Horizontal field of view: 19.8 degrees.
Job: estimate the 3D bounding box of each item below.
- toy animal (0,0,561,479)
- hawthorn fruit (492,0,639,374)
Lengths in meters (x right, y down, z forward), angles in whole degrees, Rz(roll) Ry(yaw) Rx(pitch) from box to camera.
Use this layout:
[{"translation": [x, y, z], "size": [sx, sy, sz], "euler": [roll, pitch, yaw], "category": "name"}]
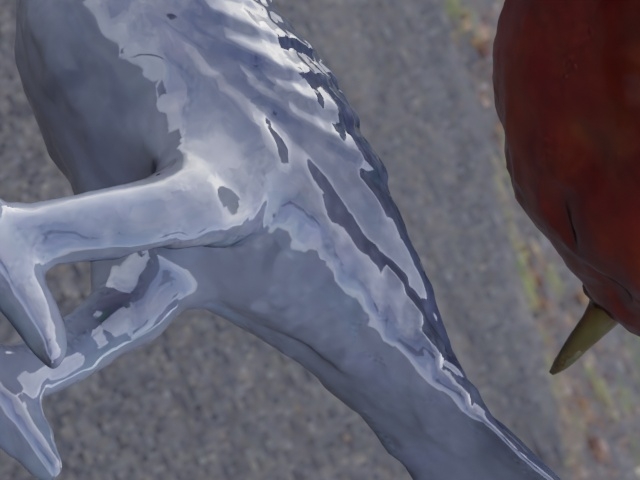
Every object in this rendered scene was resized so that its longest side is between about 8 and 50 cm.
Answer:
[{"translation": [-0.031, -0.007, 0.508], "size": [0.206, 0.081, 0.367], "euler": [-17, 71, -49], "category": "toy animal"}, {"translation": [0.144, -0.049, 0.644], "size": [0.189, 0.251, 0.189], "euler": [22, 17, -7], "category": "hawthorn fruit"}]
